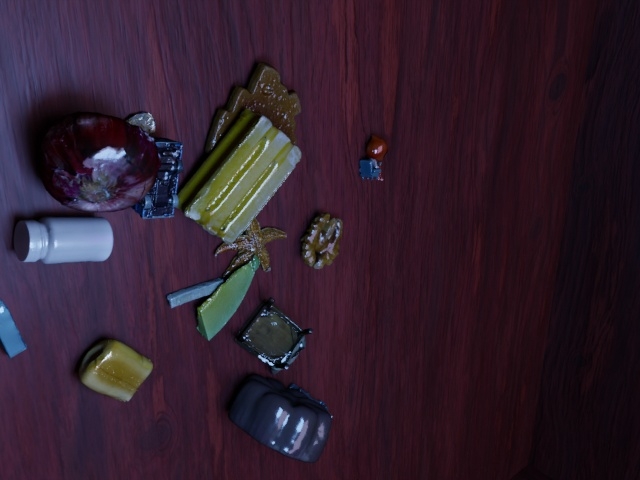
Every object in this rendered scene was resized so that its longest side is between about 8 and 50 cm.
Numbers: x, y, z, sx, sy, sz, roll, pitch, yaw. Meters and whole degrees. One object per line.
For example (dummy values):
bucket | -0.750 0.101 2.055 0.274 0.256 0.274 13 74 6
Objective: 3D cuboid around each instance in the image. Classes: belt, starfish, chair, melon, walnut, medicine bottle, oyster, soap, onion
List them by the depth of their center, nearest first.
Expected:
onion | -0.469 -0.178 1.477 0.252 0.219 0.252 -10 152 -5
belt | -0.692 0.180 1.510 0.065 0.100 0.179 -35 144 -31
medicine bottle | -0.558 -0.001 1.528 0.187 0.103 0.102 -2 109 -44
oyster | -0.418 -0.267 1.611 0.083 0.019 0.054 -15 99 -48
soap | -0.207 -0.160 1.774 0.315 0.091 0.199 -53 141 0
melon | -0.257 0.143 1.912 0.261 0.053 0.114 -52 139 -10
starfish | -0.193 0.007 1.939 0.227 0.043 0.240 -37 127 -29
chair | -0.137 0.286 2.055 0.186 0.319 0.160 36 75 -1
walnut | 0.000 0.000 2.103 0.143 0.069 0.170 26 87 -46

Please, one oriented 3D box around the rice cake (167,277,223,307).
rice cake | -0.332 0.138 1.865 0.171 0.029 0.033 -19 124 -39

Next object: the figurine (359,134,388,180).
figurine | 0.165 -0.255 2.160 0.075 0.068 0.140 -2 103 -41

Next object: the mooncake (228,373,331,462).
mooncake | -0.113 0.516 2.052 0.306 0.306 0.154 26 87 -47

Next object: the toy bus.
toy bus | -0.386 -0.152 1.630 0.090 0.106 0.184 -5 116 -40

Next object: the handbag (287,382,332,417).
handbag | -0.063 0.581 2.297 0.179 0.062 0.229 -52 135 -15

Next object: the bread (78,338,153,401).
bread | -0.509 0.316 1.727 0.134 0.085 0.173 -51 137 -11

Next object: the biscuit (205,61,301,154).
biscuit | -0.177 -0.306 1.813 0.302 0.043 0.278 -32 131 -27
